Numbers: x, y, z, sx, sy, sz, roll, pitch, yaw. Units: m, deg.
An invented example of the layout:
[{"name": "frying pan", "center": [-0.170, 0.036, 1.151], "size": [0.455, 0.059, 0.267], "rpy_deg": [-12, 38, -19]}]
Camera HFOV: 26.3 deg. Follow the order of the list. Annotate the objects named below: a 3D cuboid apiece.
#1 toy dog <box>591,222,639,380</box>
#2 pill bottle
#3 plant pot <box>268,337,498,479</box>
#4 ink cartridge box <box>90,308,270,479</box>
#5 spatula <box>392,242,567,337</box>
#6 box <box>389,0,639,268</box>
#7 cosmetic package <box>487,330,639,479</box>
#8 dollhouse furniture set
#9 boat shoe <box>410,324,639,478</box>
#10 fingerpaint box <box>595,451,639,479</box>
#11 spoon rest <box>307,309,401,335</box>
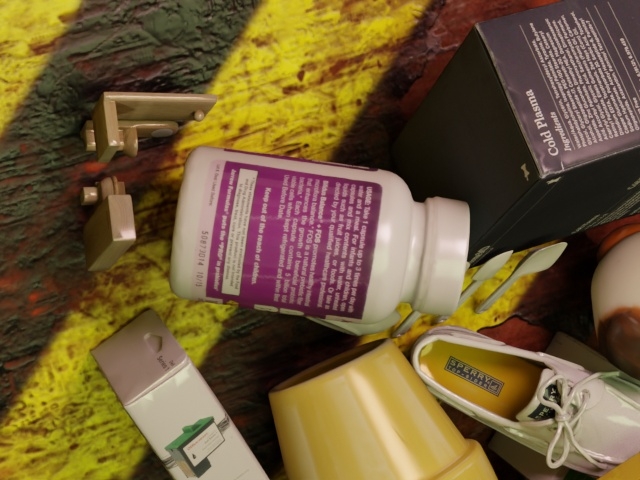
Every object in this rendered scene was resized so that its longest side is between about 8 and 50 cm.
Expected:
[{"name": "toy dog", "center": [0.528, 0.069, 1.631], "size": [0.408, 0.284, 0.395], "rpy_deg": [-14, 138, 18]}, {"name": "pill bottle", "center": [0.000, 0.000, 1.457], "size": [0.302, 0.169, 0.169], "rpy_deg": [8, 107, -1]}, {"name": "plant pot", "center": [0.059, 0.256, 1.637], "size": [0.254, 0.254, 0.239], "rpy_deg": [-24, 90, -14]}, {"name": "ink cartridge box", "center": [-0.157, 0.207, 1.572], "size": [0.093, 0.160, 0.219], "rpy_deg": [-35, 118, -9]}, {"name": "spatula", "center": [0.184, 0.062, 1.657], "size": [0.168, 0.242, 0.019], "rpy_deg": [-15, 70, -20]}, {"name": "box", "center": [0.285, -0.128, 1.524], "size": [0.313, 0.343, 0.178], "rpy_deg": [-18, 76, -18]}, {"name": "cosmetic package", "center": [0.435, 0.295, 1.877], "size": [0.366, 0.155, 0.197], "rpy_deg": [29, 93, -29]}, {"name": "dollhouse furniture set", "center": [-0.182, -0.061, 1.469], "size": [0.123, 0.144, 0.151], "rpy_deg": [-2, 74, -24]}, {"name": "boat shoe", "center": [0.277, 0.195, 1.655], "size": [0.367, 0.156, 0.135], "rpy_deg": [25, 91, 11]}, {"name": "fingerpaint box", "center": [0.361, 0.499, 1.702], "size": [0.445, 0.163, 0.371], "rpy_deg": [-38, 122, 19]}, {"name": "spoon rest", "center": [-0.030, 0.039, 1.596], "size": [0.276, 0.137, 0.084], "rpy_deg": [22, 82, -17]}]
